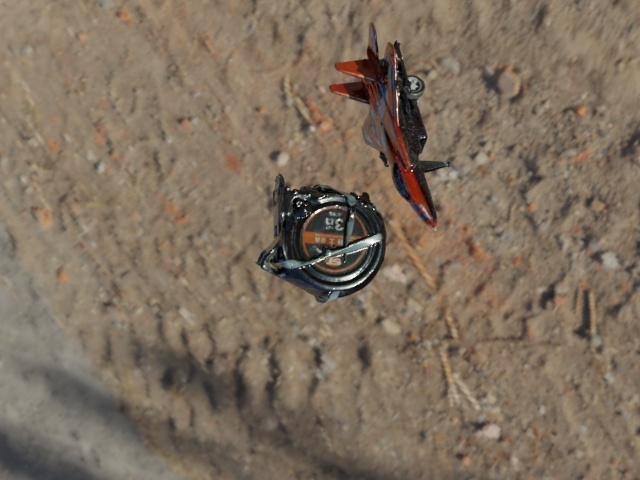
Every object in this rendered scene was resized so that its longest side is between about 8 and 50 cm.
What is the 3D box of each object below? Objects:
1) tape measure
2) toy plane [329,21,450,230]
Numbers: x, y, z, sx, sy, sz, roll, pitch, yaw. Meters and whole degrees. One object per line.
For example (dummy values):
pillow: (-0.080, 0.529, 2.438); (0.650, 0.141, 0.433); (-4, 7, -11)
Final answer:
tape measure: (0.002, 0.001, 0.784); (0.094, 0.091, 0.054); (14, 175, -8)
toy plane: (0.070, -0.090, 0.878); (0.189, 0.061, 0.130); (62, 157, 24)
